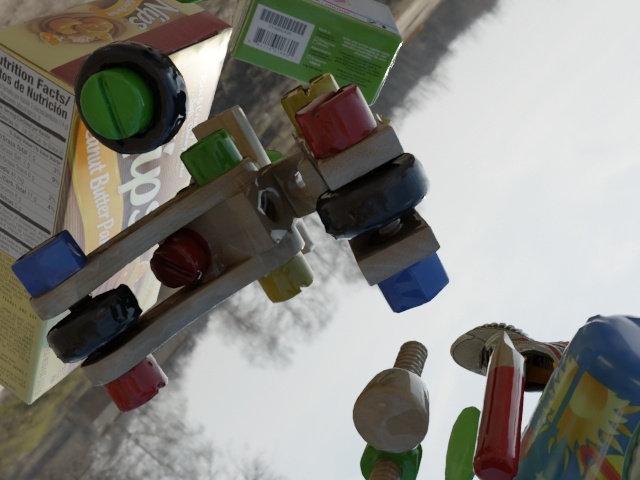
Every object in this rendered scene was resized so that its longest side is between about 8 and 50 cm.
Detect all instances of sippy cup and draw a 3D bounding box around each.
[{"bbox_3d":[0.283,0.196,0.740,0.305,0.240,0.224,-12,121,-45],"label":"sippy cup"}]

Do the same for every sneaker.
[{"bbox_3d":[0.287,0.175,1.223,0.225,0.088,0.092,2,-173,44],"label":"sneaker"}]

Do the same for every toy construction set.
[{"bbox_3d":[0.000,0.000,0.529,0.257,0.309,0.237,-51,180,27],"label":"toy construction set"}]

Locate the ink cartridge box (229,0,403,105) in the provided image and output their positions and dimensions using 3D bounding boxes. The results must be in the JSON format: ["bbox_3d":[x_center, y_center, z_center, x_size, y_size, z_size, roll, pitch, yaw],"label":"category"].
[{"bbox_3d":[-0.013,-0.297,1.067,0.255,0.189,0.097,-96,-152,-54],"label":"ink cartridge box"}]

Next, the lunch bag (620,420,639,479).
[{"bbox_3d":[0.254,0.207,0.419,0.224,0.108,0.279,-32,-139,57],"label":"lunch bag"}]

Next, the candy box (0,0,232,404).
[{"bbox_3d":[-0.190,-0.035,0.678,0.183,0.087,0.316,-45,162,-52],"label":"candy box"}]
